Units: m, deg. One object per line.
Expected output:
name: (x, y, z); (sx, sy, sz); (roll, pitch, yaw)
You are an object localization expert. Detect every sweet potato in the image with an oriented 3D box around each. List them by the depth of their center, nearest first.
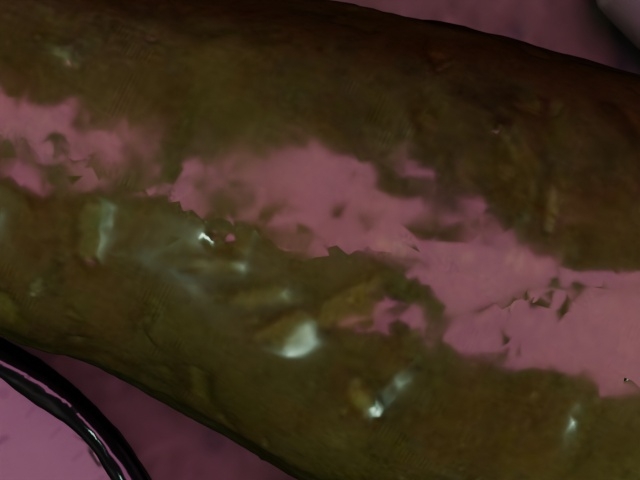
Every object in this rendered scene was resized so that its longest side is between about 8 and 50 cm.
sweet potato: (-0.003, -0.002, 0.404); (0.423, 0.130, 0.130); (19, 83, -11)

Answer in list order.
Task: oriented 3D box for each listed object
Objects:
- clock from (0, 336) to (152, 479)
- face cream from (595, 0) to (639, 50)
clock: (-0.120, 0.105, 0.417); (0.185, 0.040, 0.184); (1, 87, -13)
face cream: (0.177, -0.004, 0.477); (0.244, 0.092, 0.058); (44, 105, -5)
